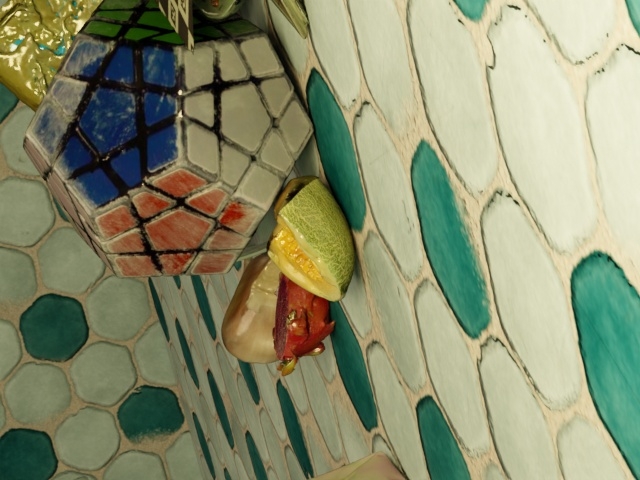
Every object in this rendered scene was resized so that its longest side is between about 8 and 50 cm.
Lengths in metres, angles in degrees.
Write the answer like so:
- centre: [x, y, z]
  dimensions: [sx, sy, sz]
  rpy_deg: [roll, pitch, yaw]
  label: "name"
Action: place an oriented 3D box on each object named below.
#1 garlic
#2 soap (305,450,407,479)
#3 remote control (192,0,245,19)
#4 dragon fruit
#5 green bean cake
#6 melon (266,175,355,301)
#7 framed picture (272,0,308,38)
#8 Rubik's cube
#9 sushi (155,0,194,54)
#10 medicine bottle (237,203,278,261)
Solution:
- centre: [-0.085, 0.088, 2.228]
  dimensions: [0.128, 0.148, 0.266]
  rpy_deg: [38, 174, -19]
  label: "garlic"
- centre: [0.032, 0.371, 1.853]
  dimensions: [0.138, 0.182, 0.199]
  rpy_deg: [-144, 38, -68]
  label: "soap"
- centre: [-0.142, -0.320, 1.753]
  dimensions: [0.072, 0.042, 0.222]
  rpy_deg: [-52, 56, 25]
  label: "remote control"
- centre: [-0.019, 0.090, 1.983]
  dimensions: [0.126, 0.068, 0.112]
  rpy_deg: [-101, 18, -53]
  label: "dragon fruit"
- centre: [-0.245, -0.268, 1.952]
  dimensions: [0.202, 0.310, 0.285]
  rpy_deg: [47, 176, -12]
  label: "green bean cake"
- centre: [0.000, 0.000, 1.748]
  dimensions: [0.128, 0.079, 0.160]
  rpy_deg: [50, 164, 8]
  label: "melon"
- centre: [-0.107, -0.357, 1.644]
  dimensions: [0.296, 0.019, 0.232]
  rpy_deg: [58, 179, -35]
  label: "framed picture"
- centre: [-0.166, -0.113, 1.778]
  dimensions: [0.264, 0.319, 0.319]
  rpy_deg: [10, -122, -69]
  label: "Rubik's cube"
- centre: [-0.137, -0.307, 1.653]
  dimensions: [0.210, 0.040, 0.193]
  rpy_deg: [-123, 28, -54]
  label: "sushi"
- centre: [-0.134, -0.087, 2.060]
  dimensions: [0.139, 0.139, 0.225]
  rpy_deg: [135, 118, -77]
  label: "medicine bottle"
